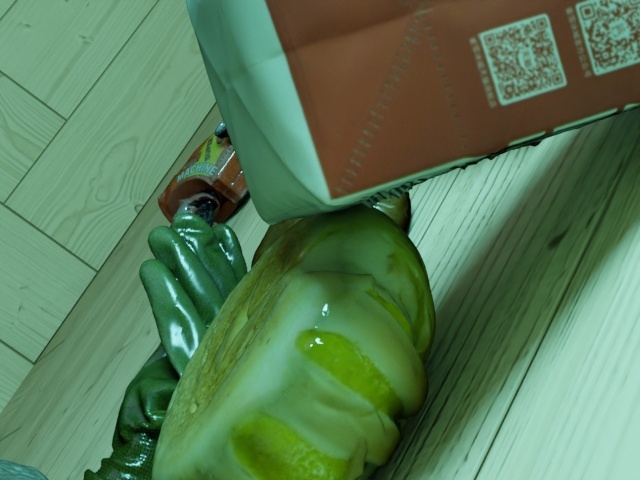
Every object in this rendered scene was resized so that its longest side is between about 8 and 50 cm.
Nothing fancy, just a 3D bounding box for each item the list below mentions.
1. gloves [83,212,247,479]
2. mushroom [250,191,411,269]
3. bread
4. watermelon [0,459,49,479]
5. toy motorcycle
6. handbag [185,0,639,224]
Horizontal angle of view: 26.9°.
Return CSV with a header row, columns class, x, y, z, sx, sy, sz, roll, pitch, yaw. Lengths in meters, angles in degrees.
class,x,y,z,sx,sy,sz,roll,pitch,yaw
gloves,-0.114,0.106,1.067,0.135,0.107,0.268,133,152,-67
mushroom,-0.001,-0.001,1.000,0.135,0.080,0.171,-47,11,-25
bread,-0.009,0.077,0.723,0.213,0.105,0.213,-48,15,18
watermelon,-0.226,0.239,0.880,0.258,0.387,0.228,10,-84,-57
toy motorcycle,-0.121,-0.103,1.758,0.298,0.089,0.171,-55,13,-11
handbag,0.094,-0.122,0.668,0.298,0.151,0.171,-20,2,-12
